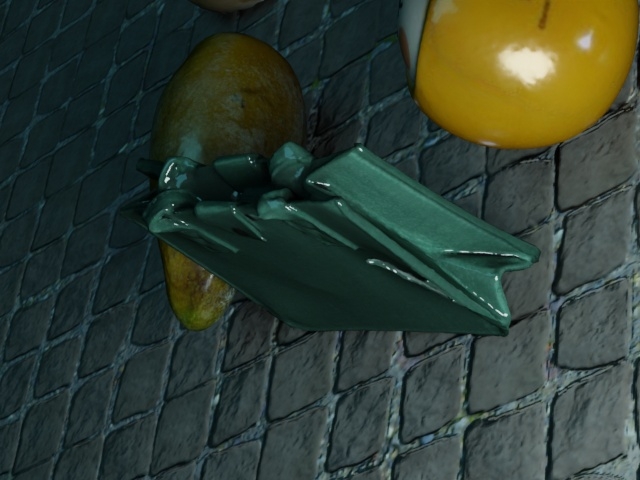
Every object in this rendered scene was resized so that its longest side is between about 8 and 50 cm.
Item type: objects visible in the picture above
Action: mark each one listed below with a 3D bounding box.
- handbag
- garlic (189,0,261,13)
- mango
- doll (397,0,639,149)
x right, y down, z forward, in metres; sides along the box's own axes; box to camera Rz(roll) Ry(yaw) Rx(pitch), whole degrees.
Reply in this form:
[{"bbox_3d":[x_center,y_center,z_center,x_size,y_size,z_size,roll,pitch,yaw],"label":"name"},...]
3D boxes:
[{"bbox_3d":[0.001,0.001,1.506,0.326,0.238,0.089,1,66,54],"label":"handbag"},{"bbox_3d":[-0.110,-0.362,2.127,0.164,0.145,0.245,-14,39,4],"label":"garlic"},{"bbox_3d":[-0.098,-0.062,1.748,0.146,0.193,0.316,5,57,13],"label":"mango"},{"bbox_3d":[0.161,-0.164,1.517,0.236,0.213,0.213,91,-162,-67],"label":"doll"}]
